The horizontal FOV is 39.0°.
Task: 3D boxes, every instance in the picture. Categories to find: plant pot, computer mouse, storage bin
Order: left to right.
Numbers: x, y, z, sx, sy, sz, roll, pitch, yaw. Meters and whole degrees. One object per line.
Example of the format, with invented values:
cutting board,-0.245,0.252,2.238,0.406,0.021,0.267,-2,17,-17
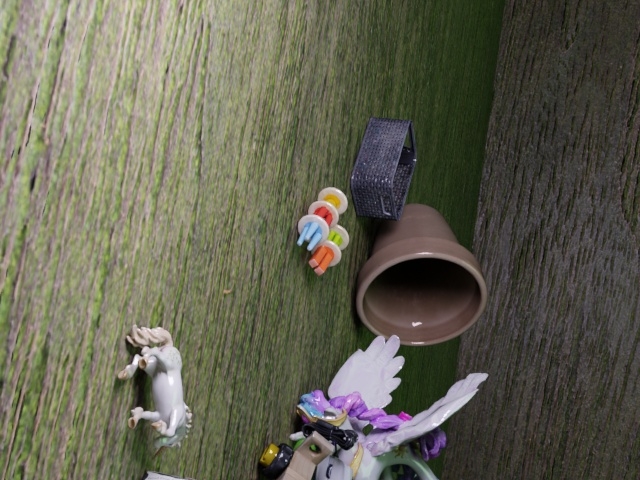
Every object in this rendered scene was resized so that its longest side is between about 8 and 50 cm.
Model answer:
computer mouse,0.021,0.379,1.446,0.042,0.106,0.193,-29,119,-46
storage bin,0.125,-0.140,1.759,0.122,0.084,0.180,74,28,-51
plant pot,0.199,0.052,1.860,0.229,0.263,0.263,-90,174,-50

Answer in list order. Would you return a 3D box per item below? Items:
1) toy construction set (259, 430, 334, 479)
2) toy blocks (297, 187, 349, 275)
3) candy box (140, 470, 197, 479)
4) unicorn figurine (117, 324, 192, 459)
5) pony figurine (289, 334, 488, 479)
toy construction set,-0.012,0.442,1.355,0.237,0.257,0.309,-79,-179,-65
toy blocks,0.000,0.000,1.459,0.148,0.054,0.123,-57,149,-55
candy box,-0.198,0.376,0.939,0.233,0.071,0.159,-51,144,-61
unicorn figurine,-0.170,0.171,0.967,0.111,0.060,0.162,5,92,-72
pony figurine,0.114,0.366,1.618,0.351,0.302,0.364,-34,116,-33
